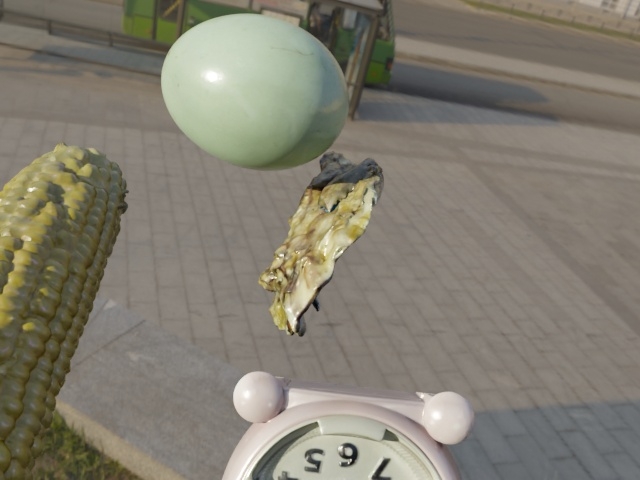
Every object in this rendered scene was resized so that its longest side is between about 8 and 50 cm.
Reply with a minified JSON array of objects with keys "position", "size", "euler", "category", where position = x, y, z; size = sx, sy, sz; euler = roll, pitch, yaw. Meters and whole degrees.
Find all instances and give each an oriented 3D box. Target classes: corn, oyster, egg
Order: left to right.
[{"position":[-0.165,0.063,0.304],"size":[0.086,0.087,0.288],"euler":[12,49,-6],"category":"corn"},{"position":[-0.066,-0.147,0.623],"size":[0.192,0.150,0.149],"euler":[19,28,12],"category":"egg"},{"position":[0.000,0.000,0.667],"size":[0.083,0.214,0.223],"euler":[26,-2,-5],"category":"oyster"}]

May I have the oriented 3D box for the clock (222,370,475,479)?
[{"position":[0.024,0.336,0.750],"size":[0.341,0.326,0.184],"euler":[4,-14,7],"category":"clock"}]
